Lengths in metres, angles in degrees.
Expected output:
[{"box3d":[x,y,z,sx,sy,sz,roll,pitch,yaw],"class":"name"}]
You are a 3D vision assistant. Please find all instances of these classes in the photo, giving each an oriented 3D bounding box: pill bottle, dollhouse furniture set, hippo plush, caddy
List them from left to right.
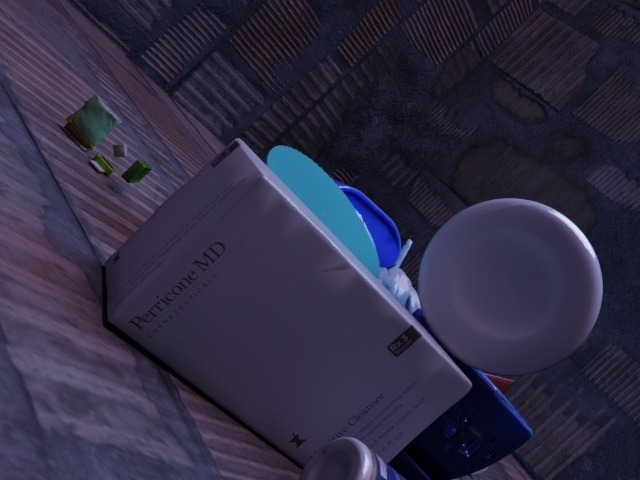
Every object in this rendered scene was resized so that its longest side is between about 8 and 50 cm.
[{"box3d":[-0.332,-0.152,1.089,0.151,0.076,0.058,47,3,-2],"class":"dollhouse furniture set"},{"box3d":[0.000,0.000,1.427,0.179,0.241,0.341,23,-11,46],"class":"caddy"},{"box3d":[0.121,0.189,1.703,0.236,0.235,0.294,-55,-133,54],"class":"hippo plush"},{"box3d":[0.062,0.286,0.728,0.169,0.094,0.094,45,4,-23],"class":"pill bottle"},{"box3d":[0.285,0.087,1.064,0.229,0.229,0.408,48,5,18],"class":"pill bottle"}]

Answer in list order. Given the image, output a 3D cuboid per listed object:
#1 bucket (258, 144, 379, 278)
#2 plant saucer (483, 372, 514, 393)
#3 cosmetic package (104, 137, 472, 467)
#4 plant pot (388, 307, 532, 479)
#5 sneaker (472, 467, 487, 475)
[{"box3d":[-0.059,0.011,1.024,0.281,0.183,0.281,42,25,-25],"class":"bucket"},{"box3d":[0.249,0.295,1.484,0.259,0.047,0.258,0,-13,28],"class":"plant saucer"},{"box3d":[-0.031,0.096,0.809,0.385,0.217,0.156,43,5,-30],"class":"cosmetic package"},{"box3d":[0.184,0.282,1.205,0.236,0.212,0.236,46,3,-3],"class":"plant pot"},{"box3d":[0.319,0.474,1.752,0.232,0.090,0.115,55,-4,-7],"class":"sneaker"}]
